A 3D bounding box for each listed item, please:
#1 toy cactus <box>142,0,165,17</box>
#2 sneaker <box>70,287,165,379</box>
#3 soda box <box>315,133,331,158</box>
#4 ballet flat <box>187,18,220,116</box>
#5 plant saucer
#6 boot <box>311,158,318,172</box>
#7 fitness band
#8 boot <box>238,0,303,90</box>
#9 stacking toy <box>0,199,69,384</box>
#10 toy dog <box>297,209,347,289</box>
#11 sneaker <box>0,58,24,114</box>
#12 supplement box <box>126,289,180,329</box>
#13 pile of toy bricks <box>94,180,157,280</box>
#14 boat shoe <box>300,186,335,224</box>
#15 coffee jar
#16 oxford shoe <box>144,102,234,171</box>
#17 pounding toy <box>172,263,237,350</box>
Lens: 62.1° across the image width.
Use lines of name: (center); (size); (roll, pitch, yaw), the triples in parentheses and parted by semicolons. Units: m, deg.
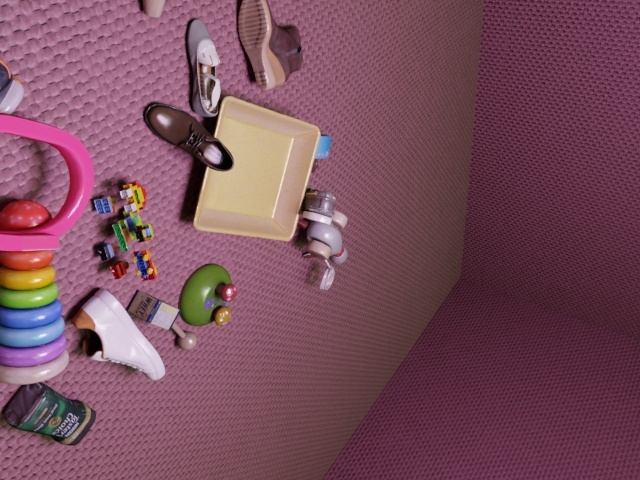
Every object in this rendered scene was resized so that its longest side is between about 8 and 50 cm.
toy cactus: (-0.323, -0.528, 1.020); (0.219, 0.112, 0.181); (-36, 154, -48)
sneaker: (-0.471, 0.247, 1.226); (0.123, 0.105, 0.290); (-46, 132, -29)
soda box: (-0.054, -0.288, 1.609); (0.210, 0.067, 0.071); (-15, 120, -55)
ballet flat: (-0.257, -0.390, 1.215); (0.072, 0.068, 0.213); (-29, 131, -49)
plant saucer: (-0.178, -0.180, 1.407); (0.332, 0.081, 0.333); (7, 101, -46)
boot: (-0.073, -0.212, 1.600); (0.114, 0.106, 0.037); (-18, 85, -54)
fitness band: (-0.481, -0.090, 0.848); (0.291, 0.054, 0.209); (3, 97, -72)
boot: (-0.119, -0.529, 1.373); (0.207, 0.090, 0.249); (-54, 147, -47)
stacking toy: (-0.540, 0.089, 0.985); (0.141, 0.141, 0.331); (-13, 115, -56)
toy dog: (0.000, 0.000, 1.834); (0.220, 0.160, 0.334); (-54, 162, -30)
sneaker: (-0.597, -0.176, 0.759); (0.180, 0.124, 0.321); (55, 49, -50)
supplement box: (-0.405, 0.169, 1.291); (0.056, 0.083, 0.083); (-64, 150, -11)
pile of toy bricks: (-0.415, -0.021, 1.168); (0.105, 0.117, 0.213); (-68, 150, -70)
boat shoe: (-0.020, -0.111, 1.595); (0.305, 0.109, 0.091); (-147, -108, -75)
coffee jar: (-0.573, 0.377, 1.145); (0.096, 0.079, 0.184); (-58, 148, -20)
oxford shoe: (-0.282, -0.230, 1.187); (0.227, 0.096, 0.083); (30, 91, -30)
pounding toy: (-0.299, 0.183, 1.448); (0.237, 0.110, 0.183); (-49, 144, -32)
